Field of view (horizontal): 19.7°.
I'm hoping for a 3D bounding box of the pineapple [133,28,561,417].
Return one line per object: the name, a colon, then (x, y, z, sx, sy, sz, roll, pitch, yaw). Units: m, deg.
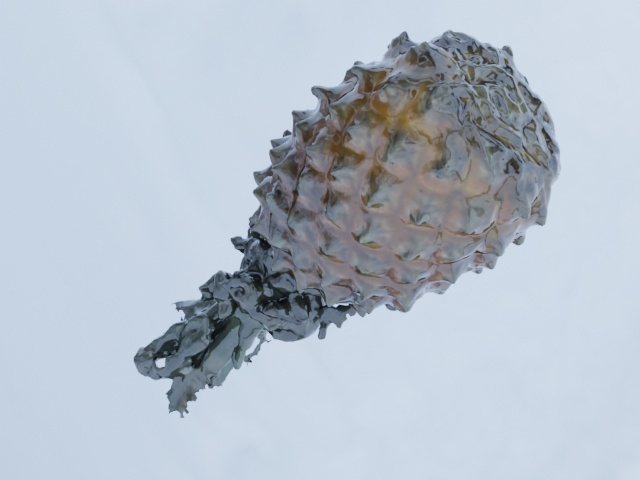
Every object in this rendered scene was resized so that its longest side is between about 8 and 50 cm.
pineapple: (0.000, 0.000, 1.253, 0.361, 0.175, 0.175, -37, 86, 33)
